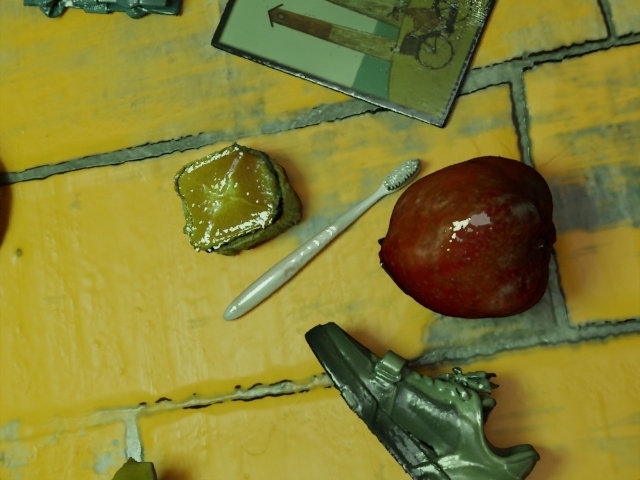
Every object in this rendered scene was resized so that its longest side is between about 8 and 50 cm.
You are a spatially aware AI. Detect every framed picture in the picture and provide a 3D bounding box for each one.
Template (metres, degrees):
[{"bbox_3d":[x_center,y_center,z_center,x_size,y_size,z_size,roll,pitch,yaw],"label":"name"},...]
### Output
[{"bbox_3d":[0.049,-0.303,1.213,0.324,0.013,0.244,21,87,14],"label":"framed picture"}]

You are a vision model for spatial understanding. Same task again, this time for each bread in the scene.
[{"bbox_3d":[-0.103,-0.053,1.183,0.140,0.069,0.128,-25,77,12],"label":"bread"}]

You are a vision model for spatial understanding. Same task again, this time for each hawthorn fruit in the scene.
[{"bbox_3d":[0.157,0.001,1.075,0.202,0.185,0.185,-6,81,29],"label":"hawthorn fruit"}]

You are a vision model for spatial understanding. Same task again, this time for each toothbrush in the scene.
[{"bbox_3d":[0.000,0.000,1.173,0.307,0.029,0.025,-39,84,5],"label":"toothbrush"}]

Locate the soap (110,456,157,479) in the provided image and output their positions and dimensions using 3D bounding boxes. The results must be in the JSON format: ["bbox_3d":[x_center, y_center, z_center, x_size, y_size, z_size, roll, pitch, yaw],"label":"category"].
[{"bbox_3d":[-0.318,0.438,1.101,0.304,0.169,0.338,-9,91,10],"label":"soap"}]

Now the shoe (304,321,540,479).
[{"bbox_3d":[0.122,0.177,1.088,0.149,0.109,0.293,-41,79,1],"label":"shoe"}]

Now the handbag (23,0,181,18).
[{"bbox_3d":[-0.288,-0.375,1.270,0.229,0.062,0.179,8,84,13],"label":"handbag"}]
